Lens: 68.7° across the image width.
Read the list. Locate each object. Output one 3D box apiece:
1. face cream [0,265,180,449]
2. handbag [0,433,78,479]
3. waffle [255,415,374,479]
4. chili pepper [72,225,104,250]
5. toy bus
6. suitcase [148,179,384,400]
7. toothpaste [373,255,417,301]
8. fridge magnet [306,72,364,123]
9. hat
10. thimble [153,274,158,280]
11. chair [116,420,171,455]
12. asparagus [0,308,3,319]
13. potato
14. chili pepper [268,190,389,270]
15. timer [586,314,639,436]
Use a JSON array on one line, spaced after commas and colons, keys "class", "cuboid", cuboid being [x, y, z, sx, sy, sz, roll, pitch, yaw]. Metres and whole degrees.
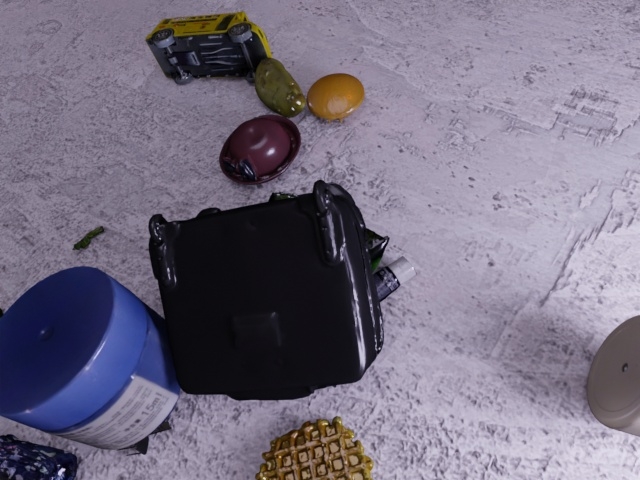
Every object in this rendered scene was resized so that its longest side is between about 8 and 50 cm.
[{"class": "face cream", "cuboid": [-0.381, 0.202, 0.787, 0.249, 0.225, 0.248, -11, 51, 14]}, {"class": "handbag", "cuboid": [-0.547, 0.414, 0.779, 0.261, 0.113, 0.161, 14, 70, 10]}, {"class": "waffle", "cuboid": [-0.009, 0.373, 0.737, 0.191, 0.038, 0.190, -4, 59, 8]}, {"class": "chili pepper", "cuboid": [-0.534, -0.005, 1.074, 0.027, 0.022, 0.083, 35, 68, 28]}, {"class": "toy bus", "cuboid": [-0.283, -0.522, 1.257, 0.331, 0.144, 0.152, 4, 57, 16]}, {"class": "suitcase", "cuboid": [-0.085, 0.091, 0.773, 0.346, 0.188, 0.338, -10, 89, 16]}, {"class": "toothpaste", "cuboid": [0.087, 0.098, 0.880, 0.194, 0.045, 0.071, -35, 51, -3]}, {"class": "fridge magnet", "cuboid": [0.036, -0.347, 1.137, 0.143, 0.063, 0.142, -6, 60, 10]}, {"class": "hat", "cuboid": [-0.145, -0.224, 1.085, 0.206, 0.089, 0.205, -5, 60, 9]}, {"class": "thimble", "cuboid": [-0.268, 0.042, 0.940, 0.090, 0.118, 0.130, 26, 95, 19]}, {"class": "chair", "cuboid": [-0.305, 0.346, 0.812, 0.086, 0.037, 0.042, -18, 46, 5]}, {"class": "asparagus", "cuboid": [-0.676, 0.176, 0.995, 0.108, 0.021, 0.025, 37, 72, 27]}, {"class": "potato", "cuboid": [-0.102, -0.375, 1.167, 0.085, 0.105, 0.188, -8, 48, -45]}, {"class": "chili pepper", "cuboid": [0.000, 0.000, 0.923, 0.265, 0.116, 0.148, 32, 87, 25]}, {"class": "timer", "cuboid": [0.553, 0.238, 0.659, 0.266, 0.175, 0.175, 26, 67, 6]}]
